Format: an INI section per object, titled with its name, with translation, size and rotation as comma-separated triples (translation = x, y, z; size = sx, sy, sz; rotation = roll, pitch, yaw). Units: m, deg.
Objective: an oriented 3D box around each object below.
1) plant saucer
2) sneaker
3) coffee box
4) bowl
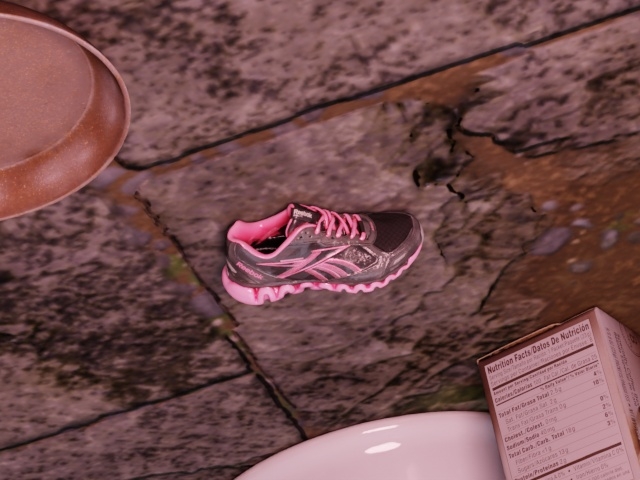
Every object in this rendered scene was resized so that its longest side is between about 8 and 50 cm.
[plant saucer]
translation = -0.177, -0.064, 0.866
size = 0.168, 0.029, 0.168
rotation = -8, 147, -6
[sneaker]
translation = 0.000, 0.000, 1.020
size = 0.119, 0.047, 0.057
rotation = -12, 137, -3
[coffee box]
translation = 0.203, 0.187, 1.183
size = 0.098, 0.247, 0.141
rotation = -27, 145, 25
[bowl]
translation = 0.062, 0.256, 1.353
size = 0.297, 0.134, 0.298
rotation = -8, 148, -5
